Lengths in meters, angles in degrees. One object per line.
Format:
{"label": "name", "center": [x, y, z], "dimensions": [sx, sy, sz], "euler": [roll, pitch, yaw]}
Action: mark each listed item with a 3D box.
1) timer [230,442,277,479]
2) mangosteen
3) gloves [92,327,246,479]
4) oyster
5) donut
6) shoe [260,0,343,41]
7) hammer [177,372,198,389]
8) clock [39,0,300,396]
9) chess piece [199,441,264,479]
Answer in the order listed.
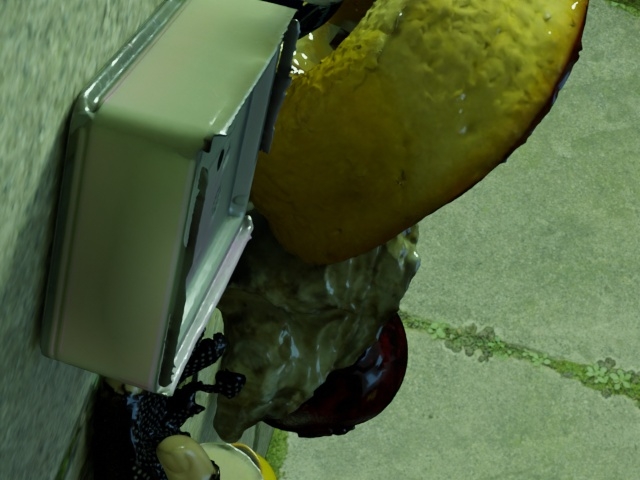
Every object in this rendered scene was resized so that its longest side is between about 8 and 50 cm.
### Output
{"label": "timer", "center": [-0.095, 0.270, 1.508], "dimensions": [0.109, 0.107, 0.107], "euler": [89, 17, -68]}
{"label": "mangosteen", "center": [-0.003, 0.113, 1.552], "dimensions": [0.210, 0.210, 0.209], "euler": [16, 90, -87]}
{"label": "gloves", "center": [-0.107, 0.127, 0.924], "dimensions": [0.129, 0.106, 0.180], "euler": [-71, 147, -58]}
{"label": "oyster", "center": [-0.004, -0.003, 1.110], "dimensions": [0.341, 0.110, 0.166], "euler": [-51, -140, 8]}
{"label": "donut", "center": [0.040, -0.131, 0.972], "dimensions": [0.303, 0.110, 0.303], "euler": [-38, -153, 23]}
{"label": "shoe", "center": [-0.014, -0.202, 0.920], "dimensions": [0.106, 0.092, 0.207], "euler": [-46, -158, 42]}
{"label": "hammer", "center": [-0.136, 0.183, 1.206], "dimensions": [0.062, 0.013, 0.198], "euler": [100, 7, -58]}
{"label": "clock", "center": [-0.073, -0.032, 0.730], "dimensions": [0.192, 0.071, 0.146], "euler": [-68, 173, -60]}
{"label": "chess piece", "center": [-0.123, 0.323, 1.369], "dimensions": [0.138, 0.124, 0.307], "euler": [59, -25, 24]}
